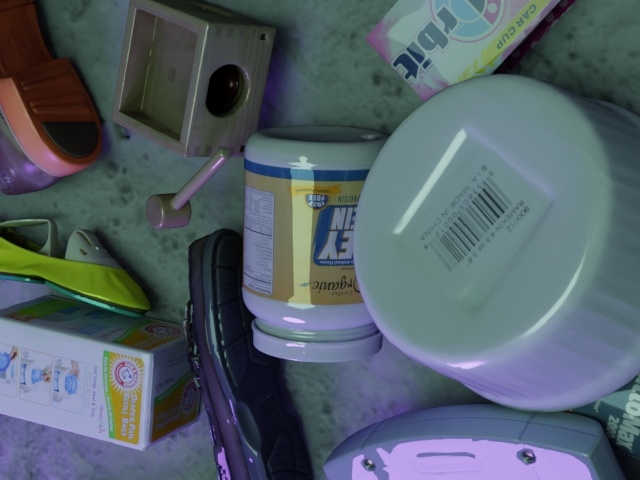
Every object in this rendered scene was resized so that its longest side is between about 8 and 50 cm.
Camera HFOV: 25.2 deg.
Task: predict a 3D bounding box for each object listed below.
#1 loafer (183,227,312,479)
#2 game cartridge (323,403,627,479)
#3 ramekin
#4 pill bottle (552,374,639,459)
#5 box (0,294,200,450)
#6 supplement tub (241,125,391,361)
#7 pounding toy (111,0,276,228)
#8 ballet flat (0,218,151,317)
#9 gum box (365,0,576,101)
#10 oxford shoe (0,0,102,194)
[{"bbox_3d":[-0.093,0.141,1.421,0.095,0.109,0.302,-10,98,31],"label":"loafer"},{"bbox_3d":[0.149,0.239,1.289,0.294,0.060,0.196,-10,118,40],"label":"game cartridge"},{"bbox_3d":[0.158,-0.004,1.189,0.277,0.135,0.277,-14,68,37],"label":"ramekin"},{"bbox_3d":[0.297,0.140,1.225,0.180,0.108,0.108,20,108,21],"label":"pill bottle"},{"bbox_3d":[-0.234,0.133,1.478,0.203,0.114,0.103,11,103,24],"label":"box"},{"bbox_3d":[0.000,0.000,1.321,0.144,0.144,0.199,7,103,25],"label":"supplement tub"},{"bbox_3d":[-0.109,-0.111,1.358,0.181,0.094,0.206,27,112,44],"label":"pounding toy"},{"bbox_3d":[-0.275,0.020,1.504,0.231,0.077,0.077,13,89,25],"label":"ballet flat"},{"bbox_3d":[0.144,-0.208,1.256,0.107,0.062,0.188,48,116,10],"label":"gum box"},{"bbox_3d":[-0.363,-0.215,1.470,0.133,0.130,0.363,-26,88,34],"label":"oxford shoe"}]
